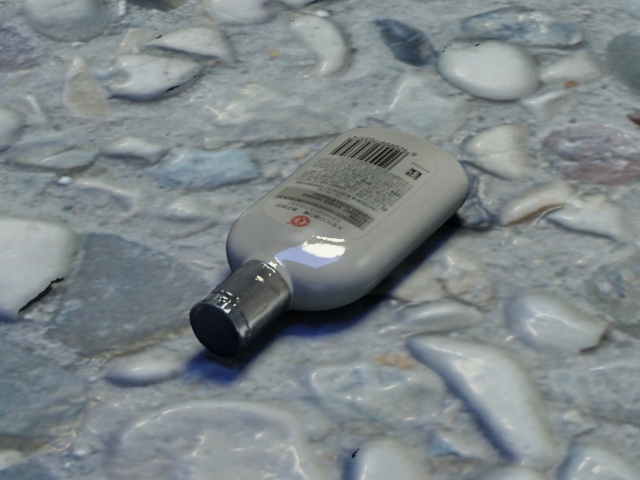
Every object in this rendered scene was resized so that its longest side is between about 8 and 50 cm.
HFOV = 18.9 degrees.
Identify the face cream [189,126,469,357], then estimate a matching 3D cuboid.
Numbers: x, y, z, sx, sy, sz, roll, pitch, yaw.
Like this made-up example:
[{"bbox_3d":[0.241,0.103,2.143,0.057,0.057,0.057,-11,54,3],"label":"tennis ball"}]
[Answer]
[{"bbox_3d":[0.000,0.000,1.604,0.144,0.071,0.291,18,40,28],"label":"face cream"}]
